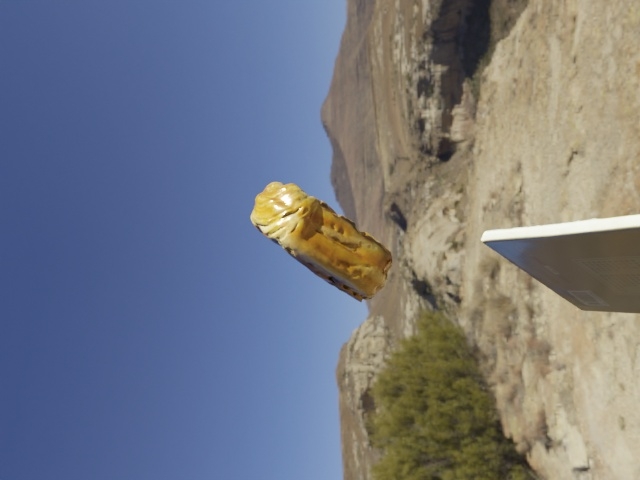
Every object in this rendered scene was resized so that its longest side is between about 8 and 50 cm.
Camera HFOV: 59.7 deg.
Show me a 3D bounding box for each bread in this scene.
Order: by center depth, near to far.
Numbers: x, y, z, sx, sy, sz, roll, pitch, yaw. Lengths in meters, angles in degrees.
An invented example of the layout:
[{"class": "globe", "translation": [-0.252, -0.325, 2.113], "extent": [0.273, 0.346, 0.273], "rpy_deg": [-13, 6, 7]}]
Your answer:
[{"class": "bread", "translation": [0.000, 0.000, 0.397], "extent": [0.044, 0.110, 0.083], "rpy_deg": [-56, 19, -2]}]

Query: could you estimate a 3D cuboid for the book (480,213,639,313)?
[{"class": "book", "translation": [0.358, 0.032, 0.594], "extent": [0.310, 0.216, 0.021], "rpy_deg": [-8, 56, 60]}]
